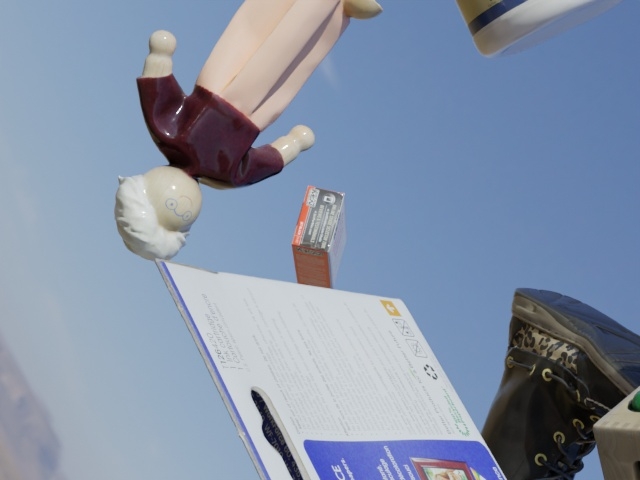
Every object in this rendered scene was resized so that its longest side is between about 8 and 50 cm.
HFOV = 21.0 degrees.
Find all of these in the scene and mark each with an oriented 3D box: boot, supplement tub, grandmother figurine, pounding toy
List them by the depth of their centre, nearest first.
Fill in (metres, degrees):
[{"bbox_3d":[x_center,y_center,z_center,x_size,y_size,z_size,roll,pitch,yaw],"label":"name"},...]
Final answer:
[{"bbox_3d":[0.324,0.191,1.597,0.100,0.130,0.141,0,-69,43],"label":"pounding toy"},{"bbox_3d":[-0.094,-0.132,1.713,0.208,0.342,0.104,34,-2,-18],"label":"grandmother figurine"},{"bbox_3d":[0.236,-0.408,2.124,0.316,0.228,0.228,65,-12,3],"label":"supplement tub"},{"bbox_3d":[0.324,0.248,2.183,0.377,0.138,0.284,38,-66,53],"label":"boot"}]

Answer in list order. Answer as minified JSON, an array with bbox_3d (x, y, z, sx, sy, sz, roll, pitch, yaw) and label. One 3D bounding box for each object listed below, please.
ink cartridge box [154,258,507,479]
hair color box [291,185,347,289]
[{"bbox_3d":[0.022,0.163,1.275,0.307,0.072,0.303,8,46,-50],"label":"ink cartridge box"},{"bbox_3d":[0.000,0.000,1.878,0.043,0.072,0.141,14,-19,6],"label":"hair color box"}]
